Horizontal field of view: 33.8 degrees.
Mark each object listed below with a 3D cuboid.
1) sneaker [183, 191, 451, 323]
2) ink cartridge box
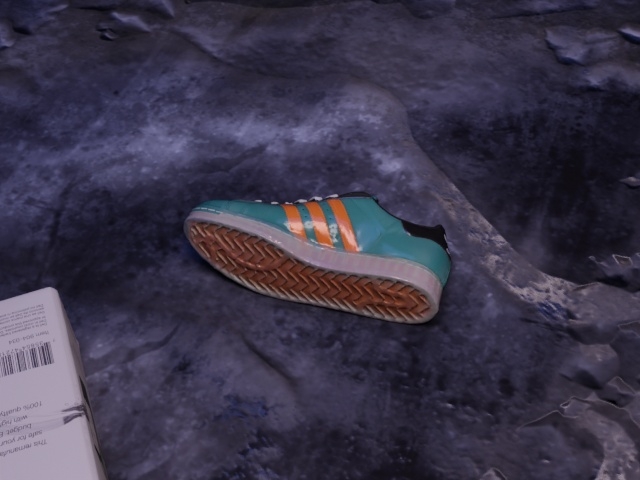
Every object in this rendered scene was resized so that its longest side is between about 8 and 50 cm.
[{"bbox_3d":[0.000,0.000,1.201,0.302,0.108,0.121,16,51,7],"label":"sneaker"},{"bbox_3d":[-0.322,0.203,1.032,0.198,0.115,0.273,-16,50,-9],"label":"ink cartridge box"}]
